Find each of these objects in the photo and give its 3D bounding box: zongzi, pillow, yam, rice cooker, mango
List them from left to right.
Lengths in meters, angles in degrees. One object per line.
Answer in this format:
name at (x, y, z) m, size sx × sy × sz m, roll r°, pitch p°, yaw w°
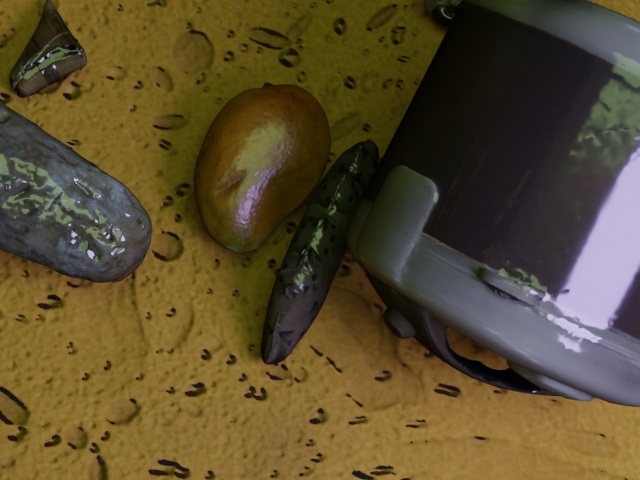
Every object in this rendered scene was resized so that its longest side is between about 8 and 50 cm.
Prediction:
yam at (-0.301, -0.064, 1.494) m, size 0.330 × 0.133 × 0.133 m, roll 30°, pitch 71°, yaw -2°
zongzi at (-0.268, -0.181, 1.584) m, size 0.076 × 0.040 × 0.083 m, roll -30°, pitch 70°, yaw -10°
mango at (-0.059, -0.073, 1.566) m, size 0.115 × 0.089 × 0.165 m, roll 45°, pitch 75°, yaw -6°
pillow at (-0.001, 0.001, 1.549) m, size 0.051 × 0.093 × 0.241 m, roll 22°, pitch 72°, yaw 11°
rice cooker at (0.204, -0.028, 1.459) m, size 0.335 × 0.335 × 0.325 m, roll 25°, pitch 94°, yaw -3°

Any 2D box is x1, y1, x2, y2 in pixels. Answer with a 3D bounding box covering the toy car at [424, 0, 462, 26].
toy car at (0.168, -0.279, 1.663) m, size 0.139 × 0.112 × 0.112 m, roll 4°, pitch 58°, yaw -19°
